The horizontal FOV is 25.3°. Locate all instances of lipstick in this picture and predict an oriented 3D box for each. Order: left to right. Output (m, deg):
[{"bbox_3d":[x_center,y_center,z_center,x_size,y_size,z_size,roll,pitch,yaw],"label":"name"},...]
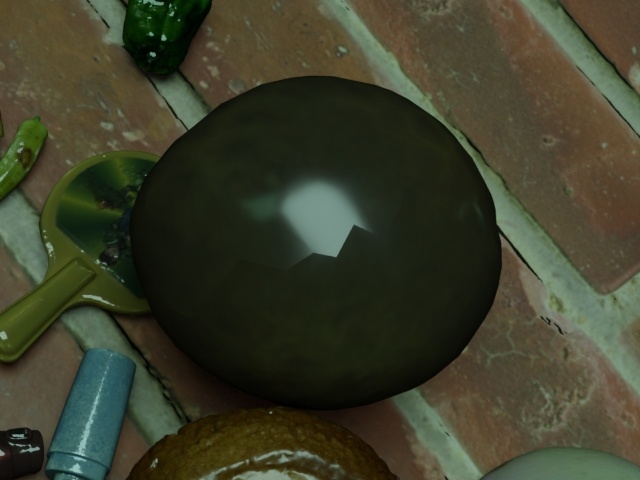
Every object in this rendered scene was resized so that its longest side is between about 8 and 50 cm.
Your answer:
[{"bbox_3d":[-0.254,0.245,1.470,0.068,0.061,0.274,18,63,-7],"label":"lipstick"}]

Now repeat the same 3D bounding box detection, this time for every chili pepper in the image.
[{"bbox_3d":[-0.370,-0.066,1.598,0.049,0.043,0.208,44,63,-6],"label":"chili pepper"},{"bbox_3d":[-0.175,-0.310,1.738,0.099,0.083,0.253,24,58,-3],"label":"chili pepper"}]

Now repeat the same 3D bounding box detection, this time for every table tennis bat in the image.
[{"bbox_3d":[-0.249,0.023,1.589,0.198,0.050,0.321,43,59,6],"label":"table tennis bat"}]

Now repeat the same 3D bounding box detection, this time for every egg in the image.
[{"bbox_3d":[0.278,0.310,1.515,0.271,0.162,0.206,14,65,-8],"label":"egg"}]

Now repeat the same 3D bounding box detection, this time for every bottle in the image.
[{"bbox_3d":[-0.365,0.225,1.455,0.164,0.060,0.060,-7,68,-17],"label":"bottle"}]

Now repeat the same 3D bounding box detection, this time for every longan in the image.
[{"bbox_3d":[0.000,0.000,1.462,0.404,0.404,0.336,6,98,-11],"label":"longan"}]

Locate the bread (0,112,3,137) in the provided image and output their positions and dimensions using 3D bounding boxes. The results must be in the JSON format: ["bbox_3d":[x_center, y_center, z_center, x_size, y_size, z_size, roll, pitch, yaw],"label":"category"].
[{"bbox_3d":[-0.451,-0.131,1.601,0.188,0.065,0.149,15,53,-3],"label":"bread"}]

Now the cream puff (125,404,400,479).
[{"bbox_3d":[-0.060,0.297,1.407,0.303,0.212,0.303,-2,100,-9],"label":"cream puff"}]
